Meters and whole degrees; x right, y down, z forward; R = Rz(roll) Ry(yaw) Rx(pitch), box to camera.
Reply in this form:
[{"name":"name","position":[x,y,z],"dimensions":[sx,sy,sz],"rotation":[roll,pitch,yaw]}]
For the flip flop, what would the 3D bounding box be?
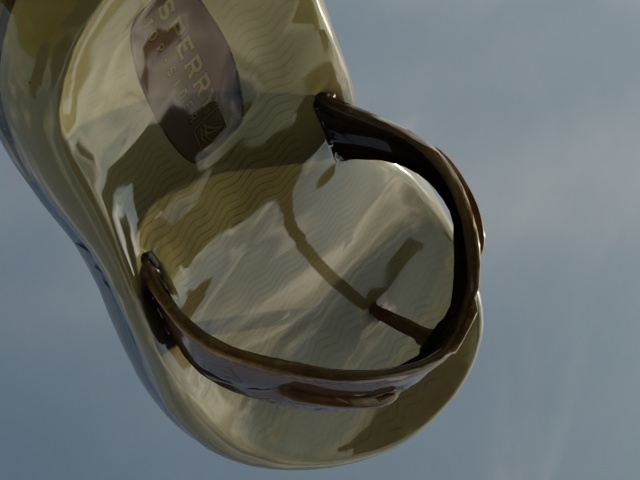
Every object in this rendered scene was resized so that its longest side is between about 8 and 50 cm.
[{"name":"flip flop","position":[0.000,0.000,0.456],"dimensions":[0.080,0.277,0.112],"rotation":[31,-106,27]}]
